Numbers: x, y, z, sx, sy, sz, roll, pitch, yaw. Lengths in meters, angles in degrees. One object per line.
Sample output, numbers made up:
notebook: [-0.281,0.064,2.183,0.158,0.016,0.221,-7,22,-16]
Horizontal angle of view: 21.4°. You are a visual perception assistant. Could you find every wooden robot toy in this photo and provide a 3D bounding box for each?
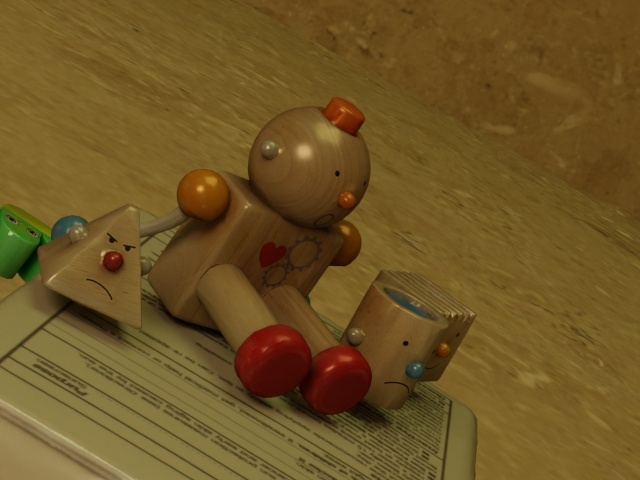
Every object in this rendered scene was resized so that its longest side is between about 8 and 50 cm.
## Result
wooden robot toy: [0.000,0.000,0.497,0.173,0.079,0.076,19,16,-44]

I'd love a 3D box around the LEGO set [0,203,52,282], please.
LEGO set: [-0.122,0.040,0.656,0.227,0.087,0.093,34,13,-19]

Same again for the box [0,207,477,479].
box: [-0.047,0.095,0.498,0.148,0.127,0.232,32,12,0]
